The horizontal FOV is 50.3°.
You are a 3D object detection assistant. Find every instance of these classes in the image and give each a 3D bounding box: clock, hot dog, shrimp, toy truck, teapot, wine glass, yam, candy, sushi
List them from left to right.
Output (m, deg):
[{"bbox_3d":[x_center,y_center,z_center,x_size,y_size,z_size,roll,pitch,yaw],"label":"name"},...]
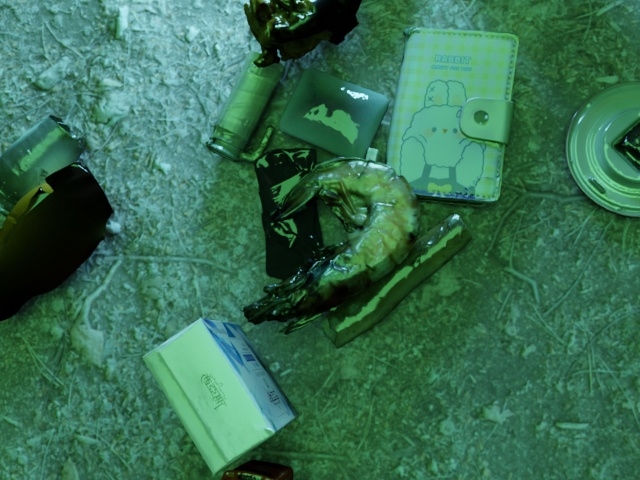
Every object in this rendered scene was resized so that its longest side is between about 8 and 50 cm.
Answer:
[{"bbox_3d":[-0.547,-0.139,1.297,0.111,0.111,0.204,44,90,11],"label":"wine glass"},{"bbox_3d":[-0.523,-0.012,1.267,0.326,0.107,0.194,-30,109,3],"label":"hot dog"},{"bbox_3d":[-0.110,0.421,1.090,0.107,0.253,0.114,9,79,8],"label":"toy truck"},{"bbox_3d":[-0.128,-0.241,1.280,0.107,0.077,0.200,27,86,-9],"label":"teapot"},{"bbox_3d":[-0.040,-0.420,1.206,0.204,0.200,0.213,-16,65,-21],"label":"sushi"},{"bbox_3d":[0.000,0.000,1.184,0.365,0.071,0.233,-33,80,3],"label":"shrimp"},{"bbox_3d":[0.024,-0.232,1.257,0.174,0.071,0.138,24,83,9],"label":"candy"},{"bbox_3d":[0.134,0.072,1.201,0.317,0.067,0.071,-39,44,0],"label":"yam"},{"bbox_3d":[0.552,-0.158,1.187,0.244,0.056,0.244,-1,81,7],"label":"clock"}]

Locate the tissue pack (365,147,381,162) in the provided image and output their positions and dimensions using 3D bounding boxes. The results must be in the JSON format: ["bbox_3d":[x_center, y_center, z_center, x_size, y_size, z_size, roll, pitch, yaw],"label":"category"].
[{"bbox_3d":[0.087,-0.109,1.239,0.023,0.056,0.108,12,83,14],"label":"tissue pack"}]

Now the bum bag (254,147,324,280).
[{"bbox_3d":[-0.052,-0.047,1.246,0.123,0.060,0.248,-8,83,3],"label":"bum bag"}]

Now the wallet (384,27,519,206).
[{"bbox_3d":[0.231,-0.221,1.227,0.223,0.077,0.310,9,85,10],"label":"wallet"}]

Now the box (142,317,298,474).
[{"bbox_3d":[-0.150,0.242,1.108,0.116,0.274,0.203,-34,79,0],"label":"box"}]
